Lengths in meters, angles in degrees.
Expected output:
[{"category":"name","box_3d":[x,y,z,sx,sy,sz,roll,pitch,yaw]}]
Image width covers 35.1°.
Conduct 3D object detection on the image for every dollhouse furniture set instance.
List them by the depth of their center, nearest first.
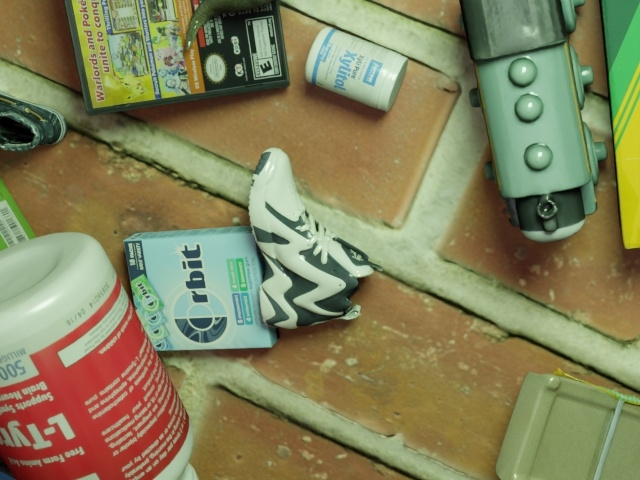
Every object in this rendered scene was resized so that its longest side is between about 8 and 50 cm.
[{"category":"dollhouse furniture set","box_3d":[0.290,0.309,1.266,0.198,0.151,0.301,18,92,-12]}]

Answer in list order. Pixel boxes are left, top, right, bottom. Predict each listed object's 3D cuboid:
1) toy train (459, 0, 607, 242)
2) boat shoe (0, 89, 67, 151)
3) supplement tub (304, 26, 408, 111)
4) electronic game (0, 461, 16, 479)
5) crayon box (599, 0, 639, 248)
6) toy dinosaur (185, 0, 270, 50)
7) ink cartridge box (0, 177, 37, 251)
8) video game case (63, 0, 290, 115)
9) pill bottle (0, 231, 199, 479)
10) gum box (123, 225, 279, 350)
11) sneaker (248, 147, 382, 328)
[{"category":"toy train","box_3d":[0.224,-0.161,1.088,0.142,0.190,0.334,-8,102,17]},{"category":"boat shoe","box_3d":[-0.429,-0.161,1.317,0.183,0.083,0.065,12,107,12]},{"category":"supplement tub","box_3d":[0.042,-0.202,1.189,0.107,0.071,0.071,22,109,9]},{"category":"electronic game","box_3d":[-0.490,0.432,1.511,0.229,0.048,0.229,4,106,14]},{"category":"crayon box","box_3d":[0.489,-0.168,1.060,0.363,0.106,0.313,-6,103,15]},{"category":"toy dinosaur","box_3d":[-0.068,-0.345,1.115,0.160,0.121,0.313,26,96,2]},{"category":"ink cartridge box","box_3d":[-0.543,-0.004,1.383,0.255,0.097,0.188,-28,96,19]},{"category":"video game case","box_3d":[-0.177,-0.301,1.194,0.248,0.035,0.274,-9,105,-4]},{"category":"pill bottle","box_3d":[-0.301,0.213,1.283,0.229,0.229,0.407,-14,116,18]},{"category":"gum box","box_3d":[-0.156,0.064,1.328,0.184,0.041,0.157,-3,104,17]},{"category":"sneaker","box_3d":[0.000,0.000,1.243,0.153,0.094,0.235,1,105,13]}]
